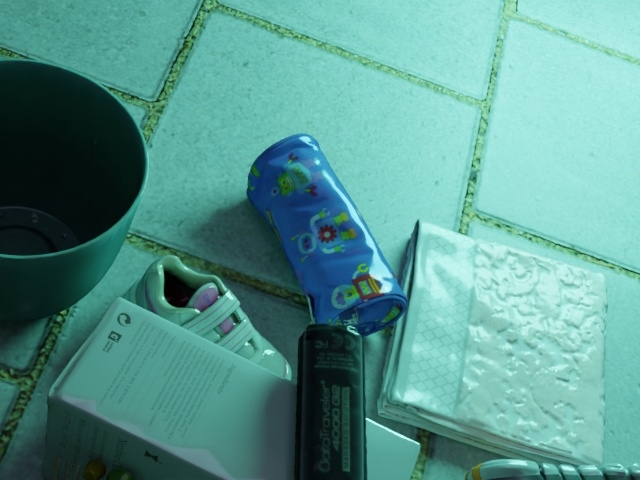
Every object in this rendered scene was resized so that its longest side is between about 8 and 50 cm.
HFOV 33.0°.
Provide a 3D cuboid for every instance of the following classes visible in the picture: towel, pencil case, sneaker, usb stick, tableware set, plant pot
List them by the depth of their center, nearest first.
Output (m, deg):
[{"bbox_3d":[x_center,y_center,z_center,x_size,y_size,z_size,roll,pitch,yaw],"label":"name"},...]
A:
[{"bbox_3d":[0.011,0.212,1.129,0.077,0.045,0.278,5,54,-6],"label":"usb stick"},{"bbox_3d":[-0.250,0.306,1.186,0.104,0.154,0.024,16,22,11],"label":"tableware set"},{"bbox_3d":[-0.371,-0.037,1.330,0.293,0.235,0.293,8,54,-12],"label":"plant pot"},{"bbox_3d":[0.338,0.378,1.349,0.321,0.125,0.180,2,59,-4],"label":"sneaker"},{"bbox_3d":[-0.141,0.113,1.374,0.252,0.111,0.103,34,53,7],"label":"sneaker"},{"bbox_3d":[0.000,0.000,1.498,0.133,0.119,0.306,-25,65,-7],"label":"pencil case"},{"bbox_3d":[0.256,0.141,1.521,0.317,0.053,0.332,18,53,-5],"label":"towel"}]

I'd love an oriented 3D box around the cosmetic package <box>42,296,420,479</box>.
[{"bbox_3d":[-0.107,0.250,1.226,0.385,0.217,0.156,26,52,4],"label":"cosmetic package"}]
